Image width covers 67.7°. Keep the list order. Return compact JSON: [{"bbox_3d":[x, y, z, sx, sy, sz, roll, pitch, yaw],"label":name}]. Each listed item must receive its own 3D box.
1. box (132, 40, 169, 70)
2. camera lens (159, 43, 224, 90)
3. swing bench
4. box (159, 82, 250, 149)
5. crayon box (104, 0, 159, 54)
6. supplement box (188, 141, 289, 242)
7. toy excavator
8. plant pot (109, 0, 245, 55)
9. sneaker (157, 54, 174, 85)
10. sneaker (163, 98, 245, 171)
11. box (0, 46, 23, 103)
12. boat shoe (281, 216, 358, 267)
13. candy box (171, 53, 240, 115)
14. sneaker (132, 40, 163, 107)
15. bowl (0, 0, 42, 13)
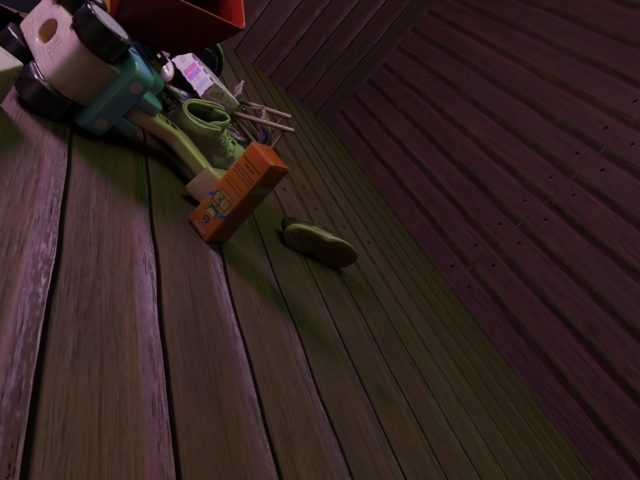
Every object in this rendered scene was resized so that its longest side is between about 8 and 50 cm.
[{"bbox_3d":[-0.480,-0.432,1.213,0.109,0.178,0.042,53,7,26],"label":"box"},{"bbox_3d":[-0.493,-0.703,1.753,0.219,0.219,0.274,22,27,-50],"label":"camera lens"},{"bbox_3d":[-0.252,-0.464,1.850,0.255,0.165,0.253,32,21,-19],"label":"swing bench"},{"bbox_3d":[-0.376,-0.386,1.547,0.216,0.060,0.270,49,18,16],"label":"box"},{"bbox_3d":[-0.553,-0.598,1.345,0.202,0.081,0.318,33,-14,-31],"label":"crayon box"},{"bbox_3d":[-0.177,-0.097,1.025,0.078,0.233,0.080,49,21,15],"label":"supplement box"},{"bbox_3d":[-0.411,-0.306,1.078,0.433,0.222,0.445,54,11,25],"label":"toy excavator"},{"bbox_3d":[-0.364,-0.598,1.128,0.267,0.236,0.267,6,71,-45],"label":"plant pot"},{"bbox_3d":[-0.567,-0.586,1.578,0.225,0.088,0.093,47,34,16],"label":"sneaker"},{"bbox_3d":[-0.274,-0.273,1.293,0.293,0.169,0.108,22,62,-39],"label":"sneaker"},{"bbox_3d":[-0.573,-0.244,0.710,0.113,0.094,0.275,36,18,-23],"label":"box"},{"bbox_3d":[0.000,0.000,1.427,0.285,0.103,0.092,22,32,-38],"label":"boat shoe"},{"bbox_3d":[-0.383,-0.528,1.602,0.196,0.070,0.165,51,9,22],"label":"candy box"},{"bbox_3d":[-0.531,-0.447,1.320,0.087,0.130,0.227,60,-4,38],"label":"sneaker"},{"bbox_3d":[-0.656,-0.623,1.089,0.290,0.156,0.289,12,5,-1],"label":"bowl"}]
